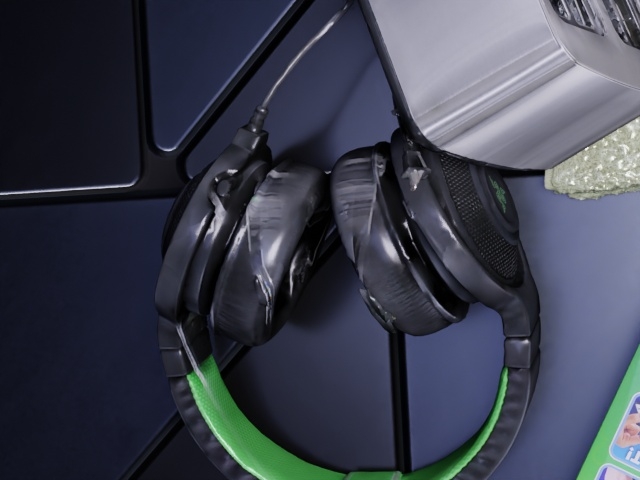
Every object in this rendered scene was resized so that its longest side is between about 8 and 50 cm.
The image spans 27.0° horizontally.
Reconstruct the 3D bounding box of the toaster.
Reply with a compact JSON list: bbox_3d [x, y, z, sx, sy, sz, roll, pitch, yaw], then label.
[{"bbox_3d":[0.105,-0.126,0.764,0.110,0.168,0.185,-30,70,33],"label":"toaster"}]

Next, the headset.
[{"bbox_3d":[0.000,0.000,0.817,0.243,0.185,0.394,-4,102,17],"label":"headset"}]

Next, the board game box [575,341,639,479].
[{"bbox_3d":[0.317,0.173,0.795,0.317,0.046,0.213,25,98,15],"label":"board game box"}]

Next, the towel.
[{"bbox_3d":[0.208,-0.085,0.829,0.148,0.027,0.110,-7,91,18],"label":"towel"}]
